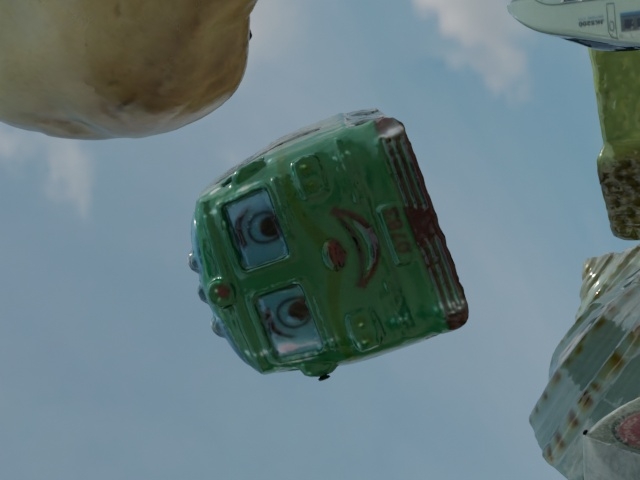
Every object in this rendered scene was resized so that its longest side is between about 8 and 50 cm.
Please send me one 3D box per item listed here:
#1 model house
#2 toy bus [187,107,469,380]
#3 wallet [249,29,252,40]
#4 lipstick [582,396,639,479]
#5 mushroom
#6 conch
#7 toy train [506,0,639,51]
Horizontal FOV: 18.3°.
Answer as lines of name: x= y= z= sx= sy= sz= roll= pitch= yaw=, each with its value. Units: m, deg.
model house: x=0.285 y=-0.095 z=1.437 sx=0.214 sy=0.195 sz=0.189 roll=-2 pitch=-88 yaw=-77
toy bus: x=0.000 y=0.000 z=1.609 sx=0.343 sy=0.199 sz=0.183 roll=-86 pitch=-23 yaw=-86
wallet: x=-0.116 y=-0.106 z=0.887 sx=0.111 sy=0.166 sz=0.030 roll=-28 pitch=-49 yaw=-18
lipstick: x=0.217 y=0.245 z=1.273 sx=0.077 sy=0.076 sz=0.289 roll=-28 pitch=-57 yaw=-40
mushroom: x=-0.085 y=-0.104 z=0.744 sx=0.112 sy=0.148 sz=0.148 roll=-30 pitch=-68 yaw=-70
conch: x=0.339 y=0.107 z=1.656 sx=0.303 sy=0.319 sz=0.215 roll=-29 pitch=-52 yaw=-46
toy train: x=0.194 y=-0.127 z=1.125 sx=0.055 sy=0.252 sz=0.048 roll=-12 pitch=-83 yaw=-34
